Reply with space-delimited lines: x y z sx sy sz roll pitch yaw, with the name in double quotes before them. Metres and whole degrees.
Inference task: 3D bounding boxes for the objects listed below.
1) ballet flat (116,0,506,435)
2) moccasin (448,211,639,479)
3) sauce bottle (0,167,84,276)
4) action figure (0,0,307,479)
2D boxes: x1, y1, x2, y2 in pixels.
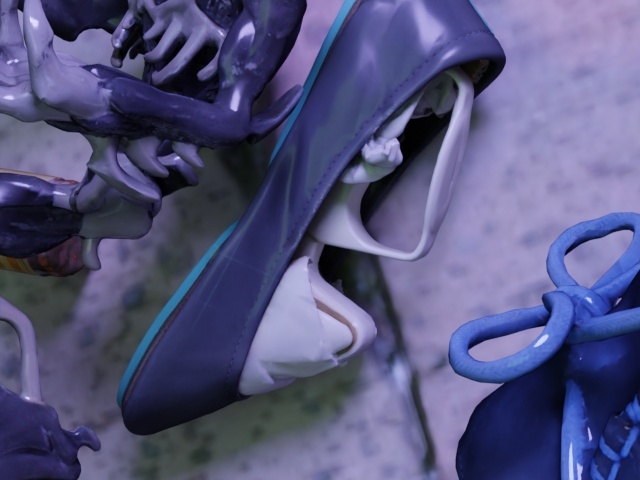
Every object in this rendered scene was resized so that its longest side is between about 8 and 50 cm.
"ballet flat" 0.000 0.000 0.520 0.074 0.074 0.203 36 102 19
"moccasin" 0.083 0.069 0.385 0.116 0.137 0.342 19 97 28
"sauce bottle" -0.153 -0.013 0.603 0.128 0.042 0.042 9 94 26
"action figure" -0.089 -0.053 0.488 0.276 0.141 0.164 -62 31 -2
